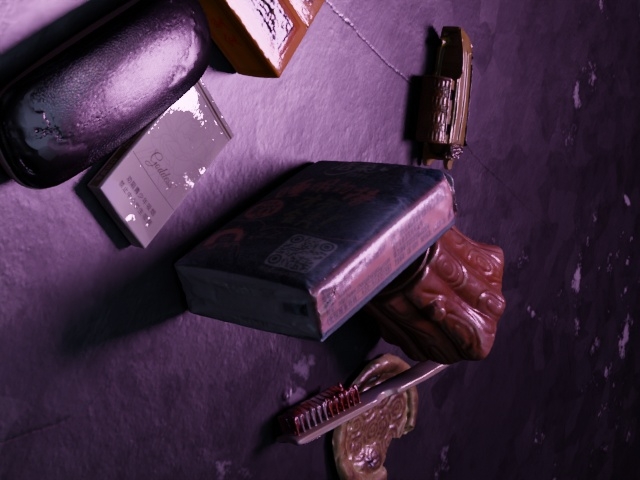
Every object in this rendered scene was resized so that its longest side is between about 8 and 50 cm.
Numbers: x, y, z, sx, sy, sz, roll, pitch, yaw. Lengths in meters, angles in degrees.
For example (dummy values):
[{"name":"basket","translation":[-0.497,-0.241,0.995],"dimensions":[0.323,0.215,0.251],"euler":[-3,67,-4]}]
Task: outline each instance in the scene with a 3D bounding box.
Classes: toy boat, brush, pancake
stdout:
[{"name":"toy boat","translation":[0.197,-0.227,1.758],"dimensions":[0.088,0.068,0.225],"euler":[-1,100,-47]},{"name":"brush","translation":[0.068,0.225,1.665],"dimensions":[0.321,0.060,0.050],"euler":[-20,98,-36]},{"name":"pancake","translation":[0.089,0.291,1.778],"dimensions":[0.212,0.029,0.235],"euler":[54,55,-43]}]

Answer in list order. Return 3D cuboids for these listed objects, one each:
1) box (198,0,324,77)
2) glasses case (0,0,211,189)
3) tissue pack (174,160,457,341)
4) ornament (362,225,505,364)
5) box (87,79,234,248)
[{"name":"box","translation":[-0.056,-0.363,1.386],"dimensions":[0.174,0.076,0.274],"euler":[51,59,-44]},{"name":"glasses case","translation":[-0.230,-0.172,1.202],"dimensions":[0.314,0.075,0.122],"euler":[-46,130,-36]},{"name":"tissue pack","translation":[0.000,0.000,1.421],"dimensions":[0.316,0.228,0.103],"euler":[-38,127,-42]},{"name":"ornament","translation":[0.147,0.061,1.659],"dimensions":[0.235,0.221,0.218],"euler":[-35,138,15]},{"name":"box","translation":[-0.186,-0.097,1.318],"dimensions":[0.198,0.029,0.109],"euler":[-55,137,-27]}]
